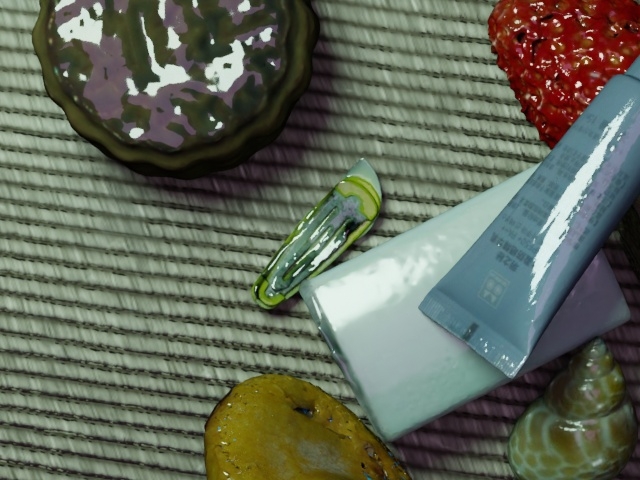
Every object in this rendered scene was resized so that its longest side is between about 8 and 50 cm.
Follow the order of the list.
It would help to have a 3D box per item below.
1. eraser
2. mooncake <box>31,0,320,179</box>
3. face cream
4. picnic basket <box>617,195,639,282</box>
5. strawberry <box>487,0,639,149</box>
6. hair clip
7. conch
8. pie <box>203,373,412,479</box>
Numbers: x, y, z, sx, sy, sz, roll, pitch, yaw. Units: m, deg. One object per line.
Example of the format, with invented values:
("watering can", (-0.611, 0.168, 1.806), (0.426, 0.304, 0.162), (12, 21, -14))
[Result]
("eraser", (0.146, 0.063, 1.413), (0.290, 0.104, 0.189), (-27, 81, 0))
("mooncake", (-0.143, -0.207, 1.400), (0.290, 0.161, 0.290), (0, 91, -1))
("face cream", (0.254, -0.054, 1.320), (0.385, 0.086, 0.135), (-52, 49, 0))
("picnic basket", (0.406, -0.023, 1.382), (0.196, 0.154, 0.134), (-23, 47, 0))
("strawberry", (0.279, -0.182, 1.416), (0.236, 0.111, 0.190), (36, 91, 3))
("hair clip", (0.000, 0.000, 1.454), (0.060, 0.033, 0.188), (44, 87, 1))
("conch", (0.262, 0.195, 1.408), (0.173, 0.106, 0.116), (-43, 68, 13))
("pie", (0.001, 0.236, 1.341), (0.273, 0.273, 0.069), (34, 117, 3))
